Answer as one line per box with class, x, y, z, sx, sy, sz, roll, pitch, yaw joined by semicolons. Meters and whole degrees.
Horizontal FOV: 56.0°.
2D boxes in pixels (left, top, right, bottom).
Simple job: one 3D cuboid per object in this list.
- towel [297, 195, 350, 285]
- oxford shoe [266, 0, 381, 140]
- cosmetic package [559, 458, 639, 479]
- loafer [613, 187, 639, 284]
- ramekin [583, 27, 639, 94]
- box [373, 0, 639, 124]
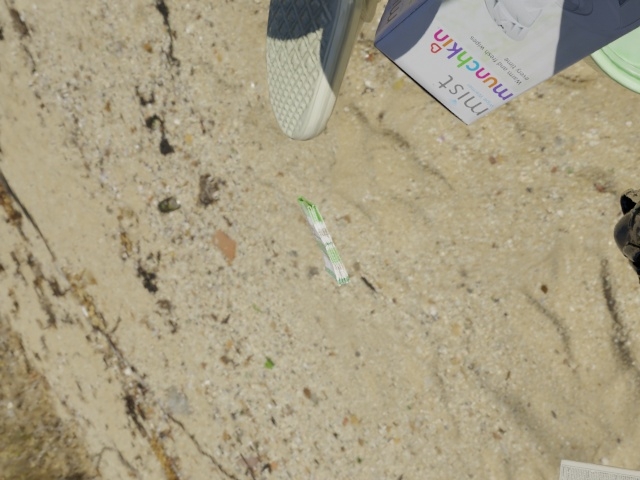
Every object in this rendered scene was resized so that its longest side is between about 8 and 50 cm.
towel;0.000;0.000;1.046;0.152;0.023;0.113;65;171;-16
oxford shoe;0.033;-0.334;0.702;0.169;0.130;0.449;33;119;47
cosmetic package;0.288;0.248;0.571;0.041;0.060;0.115;28;157;-33
loafer;0.297;0.002;0.529;0.084;0.267;0.096;3;107;31
ramekin;0.439;-0.323;0.726;0.148;0.303;0.303;-64;-47;-72
box;0.184;-0.267;0.497;0.126;0.262;0.231;33;146;-21
